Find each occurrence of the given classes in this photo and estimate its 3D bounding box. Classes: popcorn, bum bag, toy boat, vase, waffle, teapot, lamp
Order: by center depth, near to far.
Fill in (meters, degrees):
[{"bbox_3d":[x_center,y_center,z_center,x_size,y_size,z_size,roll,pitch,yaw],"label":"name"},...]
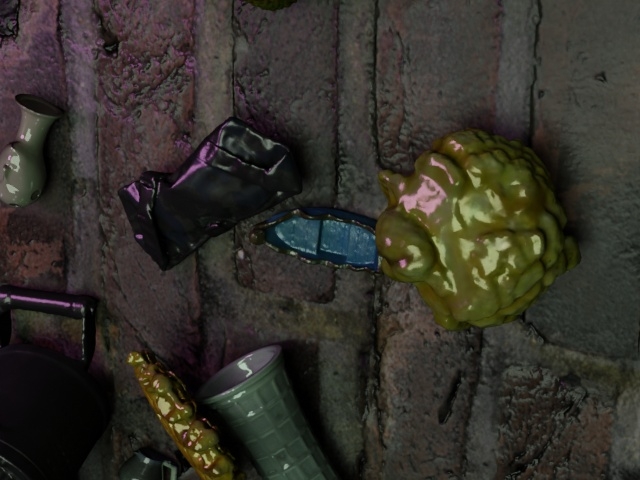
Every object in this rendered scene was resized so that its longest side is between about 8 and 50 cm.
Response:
[{"bbox_3d":[0.191,-0.009,1.539,0.255,0.195,0.256,5,111,9],"label":"popcorn"},{"bbox_3d":[0.000,0.000,1.670,0.185,0.077,0.075,14,114,16],"label":"toy boat"},{"bbox_3d":[-0.157,-0.064,1.708,0.310,0.074,0.137,-29,108,32],"label":"bum bag"},{"bbox_3d":[-0.172,0.275,1.745,0.051,0.291,0.291,-34,95,-14],"label":"waffle"},{"bbox_3d":[-0.043,0.307,1.767,0.143,0.143,0.299,-24,101,26],"label":"vase"},{"bbox_3d":[-0.443,0.286,1.832,0.205,0.272,0.374,6,110,17],"label":"lamp"},{"bbox_3d":[-0.255,0.347,1.906,0.088,0.066,0.057,24,99,-12],"label":"teapot"}]

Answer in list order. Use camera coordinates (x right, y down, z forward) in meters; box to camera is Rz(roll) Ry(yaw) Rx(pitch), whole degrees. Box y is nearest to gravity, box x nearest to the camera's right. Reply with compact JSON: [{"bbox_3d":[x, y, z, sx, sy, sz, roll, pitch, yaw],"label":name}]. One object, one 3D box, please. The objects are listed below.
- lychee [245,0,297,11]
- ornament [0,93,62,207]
[{"bbox_3d":[-0.075,-0.349,1.555,0.114,0.114,0.146,-24,113,26],"label":"lychee"},{"bbox_3d":[-0.418,-0.121,1.788,0.075,0.081,0.156,27,112,15],"label":"ornament"}]
